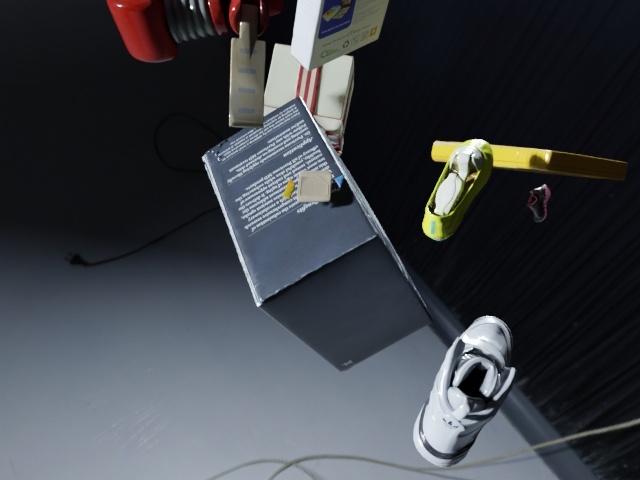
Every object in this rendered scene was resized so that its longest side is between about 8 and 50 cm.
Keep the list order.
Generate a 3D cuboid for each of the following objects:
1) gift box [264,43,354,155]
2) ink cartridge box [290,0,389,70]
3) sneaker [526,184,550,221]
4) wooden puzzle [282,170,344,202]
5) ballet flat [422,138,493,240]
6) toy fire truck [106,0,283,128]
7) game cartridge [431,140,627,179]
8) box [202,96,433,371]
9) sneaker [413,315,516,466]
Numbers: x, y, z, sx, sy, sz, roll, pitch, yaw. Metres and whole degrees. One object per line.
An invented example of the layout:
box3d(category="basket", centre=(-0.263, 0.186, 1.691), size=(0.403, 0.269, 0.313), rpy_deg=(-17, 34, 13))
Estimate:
box3d(category="gift box", centre=(-0.047, -0.374, 1.614), size=(0.255, 0.276, 0.258), rpy_deg=(10, 86, 9))
box3d(category="ink cartridge box", centre=(0.056, -0.451, 0.917), size=(0.176, 0.371, 0.069), rpy_deg=(-33, 71, -27))
box3d(category="sneaker", centre=(0.587, -0.097, 1.588), size=(0.057, 0.119, 0.047), rpy_deg=(-15, 41, -7))
box3d(category="wooden puzzle", centre=(-0.013, -0.108, 1.172), size=(0.116, 0.014, 0.078), rpy_deg=(5, 61, 10))
box3d(category="ballet flat", centre=(0.238, -0.104, 0.999), size=(0.077, 0.077, 0.231), rpy_deg=(18, 64, 28))
box3d(category="toy fire truck", centre=(-0.150, -0.265, 0.740), size=(0.217, 0.158, 0.246), rpy_deg=(-12, 47, 1))
box3d(category="game cartridge", centre=(0.457, -0.173, 1.281), size=(0.285, 0.052, 0.324), rpy_deg=(1, 12, -32))
box3d(category="box", centre=(0.000, 0.000, 1.441), size=(0.297, 0.480, 0.471), rpy_deg=(-29, 54, 8))
box3d(category="sneaker", centre=(0.311, 0.248, 1.130), size=(0.137, 0.210, 0.366), rpy_deg=(29, 50, 16))
